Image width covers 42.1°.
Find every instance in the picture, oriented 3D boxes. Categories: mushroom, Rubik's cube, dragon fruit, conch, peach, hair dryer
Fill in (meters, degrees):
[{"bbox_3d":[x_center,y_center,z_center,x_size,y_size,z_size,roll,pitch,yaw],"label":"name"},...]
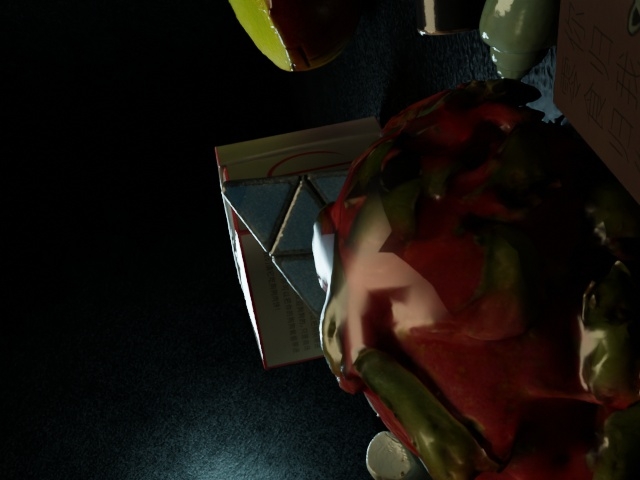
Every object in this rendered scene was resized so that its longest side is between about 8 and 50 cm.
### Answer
[{"bbox_3d":[0.159,0.371,1.333,0.223,0.092,0.081,35,-136,-41],"label":"mushroom"},{"bbox_3d":[0.055,-0.006,1.031,0.229,0.228,0.233,39,160,35],"label":"Rubik's cube"},{"bbox_3d":[0.124,0.045,0.552,0.302,0.237,0.231,67,-164,5],"label":"dragon fruit"},{"bbox_3d":[0.159,-0.175,0.609,0.065,0.088,0.180,31,150,16],"label":"conch"},{"bbox_3d":[-0.045,-0.423,1.390,0.245,0.249,0.274,-62,0,3],"label":"peach"},{"bbox_3d":[0.111,-0.303,0.853,0.255,0.070,0.128,-100,0,-62],"label":"hair dryer"}]

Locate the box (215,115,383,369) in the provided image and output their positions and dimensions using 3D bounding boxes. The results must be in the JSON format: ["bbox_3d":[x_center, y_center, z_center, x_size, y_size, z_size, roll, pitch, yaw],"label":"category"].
[{"bbox_3d":[0.000,0.000,1.476,0.300,0.312,0.314,-109,9,-55],"label":"box"}]

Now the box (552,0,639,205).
[{"bbox_3d":[0.177,-0.099,0.323,0.215,0.086,0.215,-106,6,-51],"label":"box"}]

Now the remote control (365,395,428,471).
[{"bbox_3d":[0.160,0.304,1.198,0.293,0.051,0.103,41,164,40],"label":"remote control"}]
